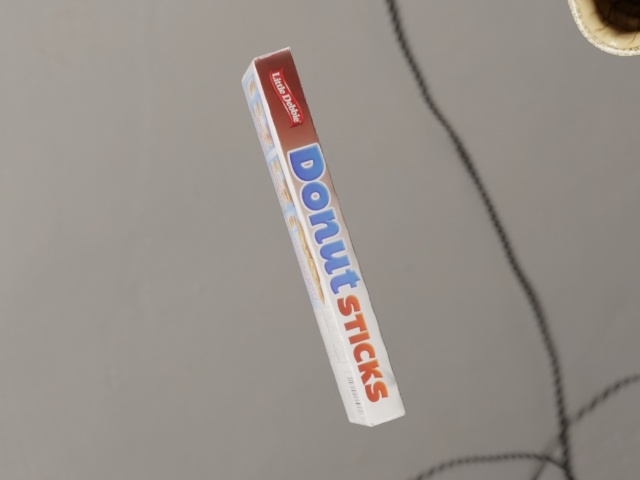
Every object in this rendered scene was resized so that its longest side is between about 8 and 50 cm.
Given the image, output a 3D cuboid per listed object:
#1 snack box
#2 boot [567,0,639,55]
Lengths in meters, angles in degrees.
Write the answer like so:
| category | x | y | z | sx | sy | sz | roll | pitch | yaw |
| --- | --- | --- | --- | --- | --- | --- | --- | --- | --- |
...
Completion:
| category | x | y | z | sx | sy | sz | roll | pitch | yaw |
| --- | --- | --- | --- | --- | --- | --- | --- | --- | --- |
| snack box | 0.000 | 0.000 | 0.916 | 0.022 | 0.064 | 0.178 | -17 | 89 | -7 |
| boot | 0.163 | -0.210 | 0.730 | 0.203 | 0.095 | 0.262 | -45 | 155 | -60 |
